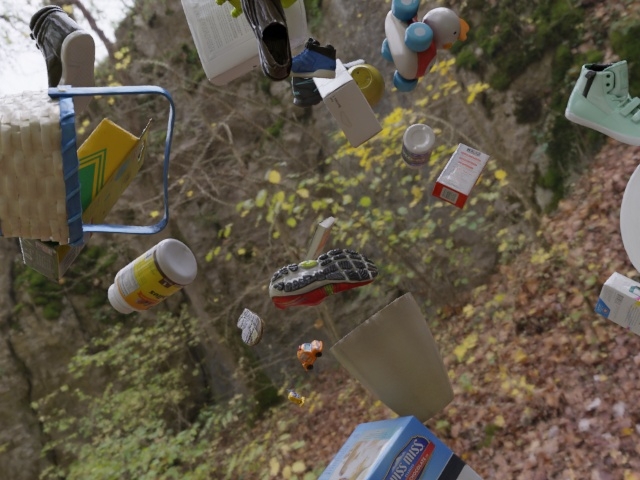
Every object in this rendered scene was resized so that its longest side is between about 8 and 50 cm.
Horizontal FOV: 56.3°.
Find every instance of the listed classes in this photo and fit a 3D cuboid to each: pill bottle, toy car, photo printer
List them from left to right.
[{"bbox_3d":[-0.403,0.092,1.417,0.215,0.117,0.117,-31,-4,26],"label":"pill bottle"},{"bbox_3d":[-0.185,-0.571,1.517,0.307,0.256,0.107,-18,2,28],"label":"photo printer"},{"bbox_3d":[-0.029,0.230,1.072,0.060,0.040,0.122,-53,14,36],"label":"toy car"},{"bbox_3d":[0.243,-0.232,1.501,0.078,0.078,0.137,-24,-13,-1],"label":"pill bottle"},{"bbox_3d":[0.315,-0.566,1.668,0.237,0.210,0.219,-14,-20,-8],"label":"toy car"}]

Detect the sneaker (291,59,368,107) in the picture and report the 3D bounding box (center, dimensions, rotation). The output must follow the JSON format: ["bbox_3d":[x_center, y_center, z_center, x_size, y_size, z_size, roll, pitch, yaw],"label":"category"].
[{"bbox_3d":[0.031,-0.499,1.813,0.267,0.106,0.101,-31,34,-17],"label":"sneaker"}]

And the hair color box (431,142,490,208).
[{"bbox_3d":[0.291,-0.135,1.235,0.141,0.072,0.043,-53,-16,-36],"label":"hair color box"}]

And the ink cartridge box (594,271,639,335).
[{"bbox_3d":[0.995,0.216,1.862,0.078,0.231,0.134,-35,-40,-29],"label":"ink cartridge box"}]

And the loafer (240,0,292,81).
[{"bbox_3d":[-0.097,-0.435,1.199,0.080,0.220,0.078,-20,8,-17],"label":"loafer"}]

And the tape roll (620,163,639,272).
[{"bbox_3d":[0.708,-0.044,1.127,0.100,0.287,0.286,2,-8,-15],"label":"tape roll"}]

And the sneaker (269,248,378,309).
[{"bbox_3d":[0.006,0.104,1.486,0.278,0.107,0.118,-10,-41,-14],"label":"sneaker"}]

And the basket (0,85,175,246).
[{"bbox_3d":[-0.376,-0.121,0.924,0.288,0.255,0.201,1,30,-20],"label":"basket"}]

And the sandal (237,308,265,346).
[{"bbox_3d":[-0.175,0.229,1.570,0.072,0.049,0.180,-58,22,-1],"label":"sandal"}]

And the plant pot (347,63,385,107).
[{"bbox_3d":[0.121,-0.458,1.736,0.134,0.134,0.095,-24,-4,4],"label":"plant pot"}]

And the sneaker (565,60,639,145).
[{"bbox_3d":[0.676,-0.306,1.313,0.255,0.151,0.094,29,48,31],"label":"sneaker"}]

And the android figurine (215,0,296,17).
[{"bbox_3d":[-0.109,-0.591,1.296,0.272,0.056,0.248,-34,-18,14],"label":"android figurine"}]

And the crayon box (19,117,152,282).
[{"bbox_3d":[-0.449,-0.094,1.157,0.319,0.081,0.202,-63,10,-29],"label":"crayon box"}]

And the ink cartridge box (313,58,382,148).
[{"bbox_3d":[0.067,-0.356,1.543,0.092,0.160,0.219,-32,30,9],"label":"ink cartridge box"}]

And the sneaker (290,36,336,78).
[{"bbox_3d":[-0.037,-0.408,1.332,0.152,0.085,0.058,8,13,16],"label":"sneaker"}]

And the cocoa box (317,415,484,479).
[{"bbox_3d":[0.167,0.587,1.426,0.231,0.228,0.347,-46,-1,-27],"label":"cocoa box"}]

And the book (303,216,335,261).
[{"bbox_3d":[0.000,0.000,1.938,0.096,0.035,0.144,-35,-29,-60],"label":"book"}]

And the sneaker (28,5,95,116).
[{"bbox_3d":[-0.608,-0.415,1.397,0.104,0.147,0.296,-31,-14,-39],"label":"sneaker"}]

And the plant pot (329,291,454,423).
[{"bbox_3d":[0.203,0.316,1.506,0.256,0.274,0.256,-33,-13,-8],"label":"plant pot"}]
